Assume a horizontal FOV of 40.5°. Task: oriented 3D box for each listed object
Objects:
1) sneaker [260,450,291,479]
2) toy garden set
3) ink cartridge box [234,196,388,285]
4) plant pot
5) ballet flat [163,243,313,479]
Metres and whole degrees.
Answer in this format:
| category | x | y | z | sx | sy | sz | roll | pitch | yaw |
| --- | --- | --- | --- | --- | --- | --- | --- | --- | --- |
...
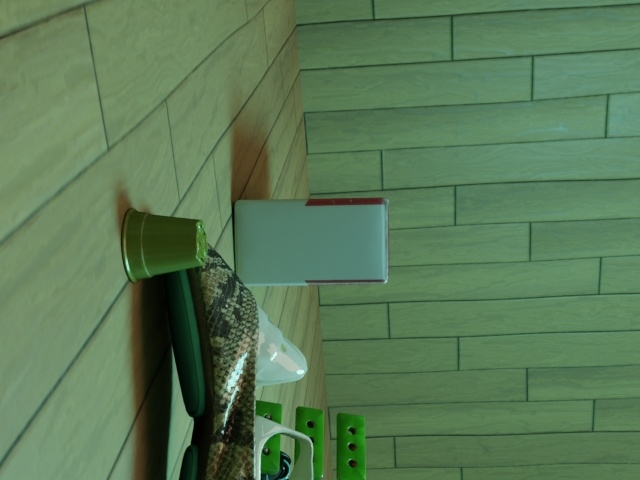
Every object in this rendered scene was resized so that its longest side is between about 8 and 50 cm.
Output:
| category | x | y | z | sx | sy | sz | roll | pitch | yaw |
| --- | --- | --- | --- | --- | --- | --- | --- | --- | --- |
| sneaker | -0.097 | 0.397 | 1.425 | 0.267 | 0.106 | 0.101 | 79 | 8 | -67 |
| toy garden set | -0.055 | 0.346 | 1.286 | 0.049 | 0.244 | 0.204 | 119 | -22 | -50 |
| ink cartridge box | 0.000 | 0.000 | 1.723 | 0.384 | 0.279 | 0.161 | -13 | 101 | -85 |
| plant pot | -0.168 | 0.004 | 0.957 | 0.083 | 0.079 | 0.083 | -3 | 90 | -86 |
| ballet flat | -0.098 | 0.224 | 1.032 | 0.164 | 0.181 | 0.483 | 150 | -60 | -68 |
